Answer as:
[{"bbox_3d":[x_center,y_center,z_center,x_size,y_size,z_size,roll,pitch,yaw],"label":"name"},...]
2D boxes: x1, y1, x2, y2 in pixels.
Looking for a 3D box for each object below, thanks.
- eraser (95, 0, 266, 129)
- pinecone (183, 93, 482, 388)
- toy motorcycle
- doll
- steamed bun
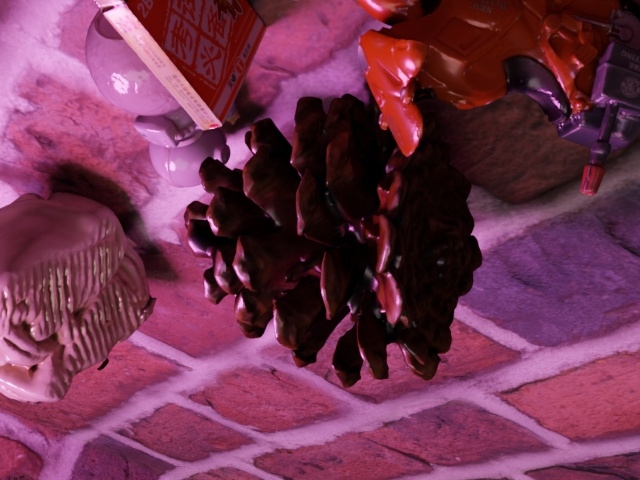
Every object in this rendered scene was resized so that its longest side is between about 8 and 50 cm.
[{"bbox_3d":[-0.150,-0.251,0.870,0.038,0.157,0.230,-3,143,34],"label":"eraser"},{"bbox_3d":[0.000,0.000,1.015,0.384,0.384,0.384,12,147,8],"label":"pinecone"},{"bbox_3d":[0.174,-0.168,0.802,0.326,0.221,0.148,18,176,-4],"label":"toy motorcycle"},{"bbox_3d":[-0.187,-0.169,1.028,0.151,0.151,0.287,7,148,14],"label":"doll"},{"bbox_3d":[-0.474,0.082,1.384,0.237,0.346,0.394,17,175,25],"label":"steamed bun"}]
